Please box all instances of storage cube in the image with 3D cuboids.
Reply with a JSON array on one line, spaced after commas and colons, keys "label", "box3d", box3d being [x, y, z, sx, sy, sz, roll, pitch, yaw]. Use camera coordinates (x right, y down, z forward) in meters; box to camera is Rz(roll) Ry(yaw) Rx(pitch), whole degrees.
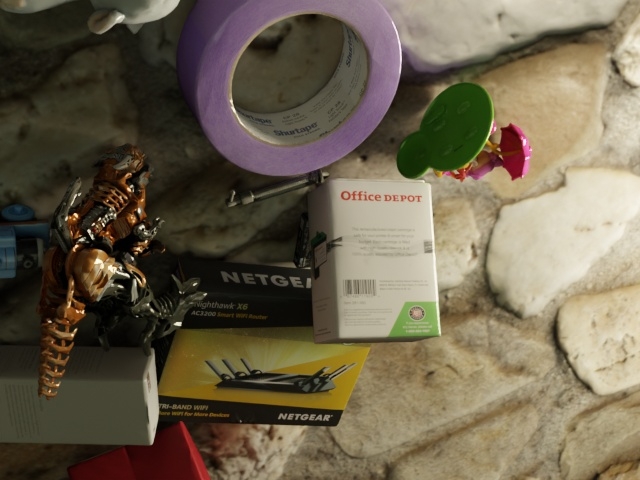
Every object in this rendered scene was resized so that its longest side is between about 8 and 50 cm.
[{"label": "storage cube", "box3d": [-0.240, 0.409, 1.748, 0.184, 0.193, 0.215, -22, 155, -6]}]

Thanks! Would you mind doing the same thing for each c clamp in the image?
[{"label": "c clamp", "box3d": [-0.056, -0.068, 1.601, 0.161, 0.137, 0.022, -18, 87, -16]}]

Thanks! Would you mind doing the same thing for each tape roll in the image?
[{"label": "tape roll", "box3d": [-0.039, -0.221, 1.513, 0.275, 0.090, 0.274, -12, 128, -16]}]

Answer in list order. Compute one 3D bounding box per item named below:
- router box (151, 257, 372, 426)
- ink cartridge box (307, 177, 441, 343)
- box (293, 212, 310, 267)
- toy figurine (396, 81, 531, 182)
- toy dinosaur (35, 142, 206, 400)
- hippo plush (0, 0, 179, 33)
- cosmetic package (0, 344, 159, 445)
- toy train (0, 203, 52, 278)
[{"label": "router box", "box3d": [-0.085, 0.155, 1.741, 0.309, 0.081, 0.243, 5, 124, -24]}, {"label": "ink cartridge box", "box3d": [0.072, 0.030, 1.658, 0.160, 0.092, 0.219, 1, 80, -22]}, {"label": "box", "box3d": [0.000, 0.000, 1.723, 0.067, 0.018, 0.083, -2, 121, -20]}, {"label": "toy figurine", "box3d": [0.221, -0.123, 1.687, 0.159, 0.130, 0.173, 22, 133, -41]}, {"label": "toy dinosaur", "box3d": [-0.289, 0.041, 1.523, 0.322, 0.164, 0.218, -53, 140, -8]}, {"label": "hippo plush", "box3d": [-0.254, -0.303, 1.297, 0.234, 0.236, 0.294, -34, 127, 1]}, {"label": "cosmetic package", "box3d": [-0.343, 0.212, 1.640, 0.231, 0.085, 0.117, 1, 121, 1]}, {"label": "toy train", "box3d": [-0.430, 0.007, 1.509, 0.184, 0.105, 0.080, -2, 122, -20]}]
